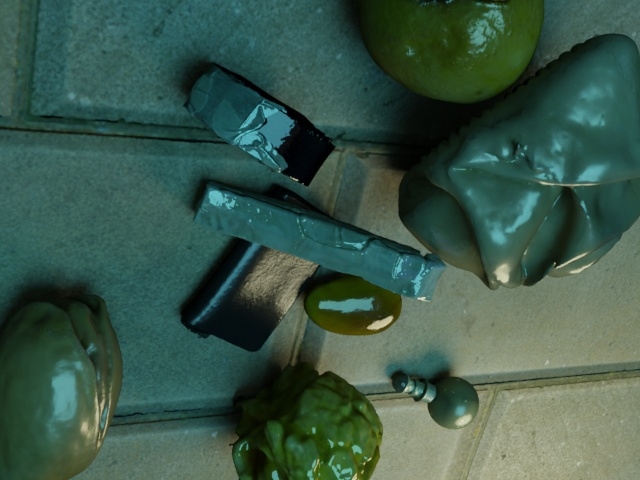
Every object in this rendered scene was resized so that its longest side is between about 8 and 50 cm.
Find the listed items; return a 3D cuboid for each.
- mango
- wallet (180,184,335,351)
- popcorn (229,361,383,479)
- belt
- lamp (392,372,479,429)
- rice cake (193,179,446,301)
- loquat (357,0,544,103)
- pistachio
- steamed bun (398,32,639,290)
[{"bbox_3d":[0.047,0.096,1.297,0.161,0.076,0.103,4,119,-27],"label":"mango"},{"bbox_3d":[-0.081,0.049,1.222,0.149,0.044,0.250,30,99,-40],"label":"wallet"},{"bbox_3d":[-0.027,0.302,1.279,0.249,0.249,0.225,-44,92,0],"label":"popcorn"},{"bbox_3d":[-0.074,-0.140,1.049,0.198,0.151,0.078,29,101,-35],"label":"belt"},{"bbox_3d":[0.194,0.267,1.478,0.163,0.091,0.091,23,104,-19],"label":"lamp"},{"bbox_3d":[0.000,0.000,1.132,0.336,0.063,0.066,18,109,-3],"label":"rice cake"},{"bbox_3d":[0.159,-0.285,1.046,0.244,0.244,0.244,-13,122,-22],"label":"loquat"},{"bbox_3d":[-0.350,0.205,1.092,0.162,0.181,0.293,-28,142,-61],"label":"pistachio"},{"bbox_3d":[0.295,-0.076,1.154,0.368,0.342,0.255,-33,88,6],"label":"steamed bun"}]
